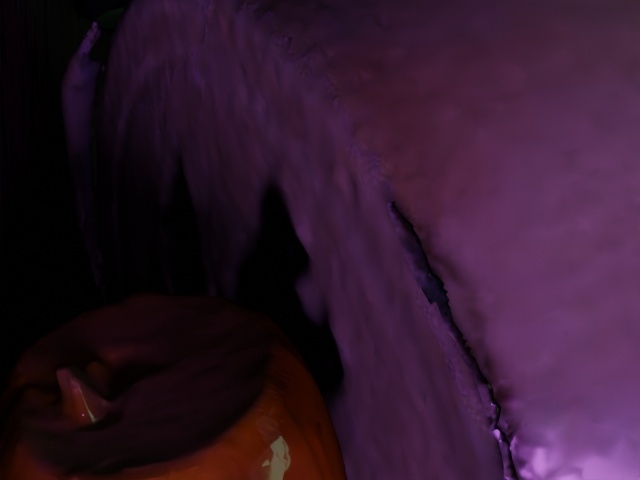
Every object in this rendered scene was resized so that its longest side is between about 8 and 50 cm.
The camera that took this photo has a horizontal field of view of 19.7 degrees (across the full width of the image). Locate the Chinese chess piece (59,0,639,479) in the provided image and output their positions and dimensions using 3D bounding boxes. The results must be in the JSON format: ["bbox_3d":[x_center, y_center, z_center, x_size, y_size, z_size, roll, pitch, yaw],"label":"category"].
[{"bbox_3d":[0.042,0.053,0.602,0.349,0.146,0.349,48,-33,45],"label":"Chinese chess piece"}]

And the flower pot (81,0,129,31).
[{"bbox_3d":[-0.004,-0.198,0.799,0.209,0.239,0.190,0,-82,64],"label":"flower pot"}]

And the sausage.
[{"bbox_3d":[-0.028,0.174,0.529,0.112,0.112,0.328,-91,174,-65],"label":"sausage"}]
